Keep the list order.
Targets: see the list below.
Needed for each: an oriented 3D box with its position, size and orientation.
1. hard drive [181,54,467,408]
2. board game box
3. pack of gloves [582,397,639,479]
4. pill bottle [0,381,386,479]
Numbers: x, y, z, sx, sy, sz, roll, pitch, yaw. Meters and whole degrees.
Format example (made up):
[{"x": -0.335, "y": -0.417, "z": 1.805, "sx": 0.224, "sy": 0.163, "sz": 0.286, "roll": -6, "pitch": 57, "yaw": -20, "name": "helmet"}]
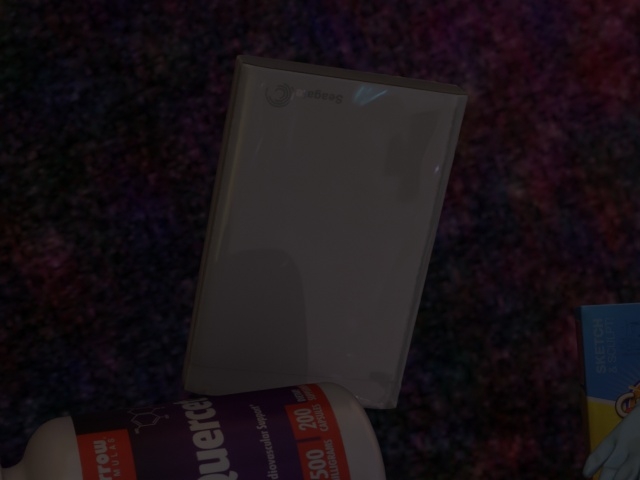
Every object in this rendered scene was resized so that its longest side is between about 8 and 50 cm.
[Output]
[{"x": 0.000, "y": 0.000, "z": 1.264, "sx": 0.040, "sy": 0.203, "sz": 0.307, "roll": -117, "pitch": -144, "yaw": -65, "name": "hard drive"}, {"x": 0.465, "y": 0.237, "z": 1.857, "sx": 0.064, "sy": 0.242, "sz": 0.316, "roll": 72, "pitch": 15, "yaw": -83, "name": "board game box"}, {"x": 0.354, "y": 0.165, "z": 1.254, "sx": 0.232, "sy": 0.195, "sz": 0.046, "roll": -47, "pitch": 137, "yaw": -33, "name": "pack of gloves"}, {"x": -0.117, "y": 0.220, "z": 1.132, "sx": 0.323, "sy": 0.181, "sz": 0.181, "roll": -6, "pitch": 77, "yaw": -15, "name": "pill bottle"}]
